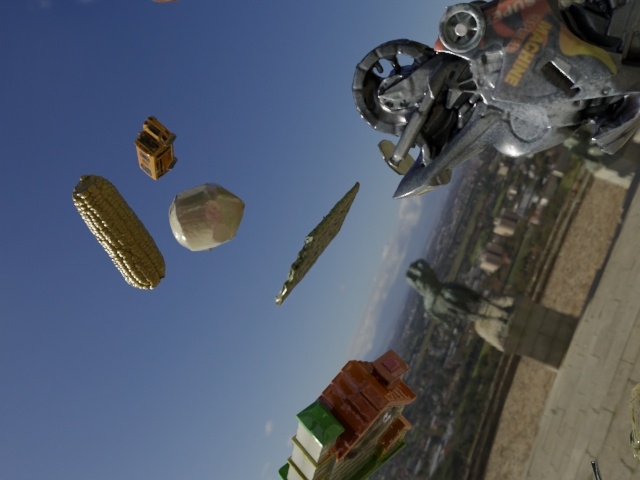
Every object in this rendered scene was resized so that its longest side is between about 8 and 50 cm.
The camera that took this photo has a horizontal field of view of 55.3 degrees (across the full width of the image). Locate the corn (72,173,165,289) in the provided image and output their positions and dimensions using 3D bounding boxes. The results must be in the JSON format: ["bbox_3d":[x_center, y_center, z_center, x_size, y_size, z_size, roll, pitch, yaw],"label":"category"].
[{"bbox_3d":[-0.329,-0.008,1.019,0.080,0.080,0.238,-62,-37,-40],"label":"corn"}]

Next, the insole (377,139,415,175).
[{"bbox_3d":[0.139,-0.138,1.052,0.010,0.063,0.192,-26,-9,23],"label":"insole"}]

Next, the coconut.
[{"bbox_3d":[-0.272,-0.058,1.510,0.171,0.183,0.171,-11,-90,-85],"label":"coconut"}]

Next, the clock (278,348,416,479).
[{"bbox_3d":[0.055,0.301,0.987,0.220,0.106,0.255,-29,-32,-31],"label":"clock"}]

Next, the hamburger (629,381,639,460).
[{"bbox_3d":[0.674,0.341,1.166,0.206,0.130,0.183,65,-155,-65],"label":"hamburger"}]

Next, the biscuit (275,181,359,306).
[{"bbox_3d":[-0.001,-0.001,0.960,0.203,0.016,0.144,-50,-11,-44],"label":"biscuit"}]

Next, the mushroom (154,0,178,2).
[{"bbox_3d":[-0.127,-0.275,0.583,0.052,0.123,0.123,55,-128,-48],"label":"mushroom"}]

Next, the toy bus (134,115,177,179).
[{"bbox_3d":[-0.367,-0.203,1.356,0.074,0.069,0.162,-48,-6,-23],"label":"toy bus"}]

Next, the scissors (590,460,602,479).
[{"bbox_3d":[0.486,0.439,1.047,0.058,0.014,0.119,54,-154,-55],"label":"scissors"}]

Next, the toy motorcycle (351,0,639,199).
[{"bbox_3d":[0.178,-0.140,0.545,0.173,0.307,0.108,65,-151,-14],"label":"toy motorcycle"}]
